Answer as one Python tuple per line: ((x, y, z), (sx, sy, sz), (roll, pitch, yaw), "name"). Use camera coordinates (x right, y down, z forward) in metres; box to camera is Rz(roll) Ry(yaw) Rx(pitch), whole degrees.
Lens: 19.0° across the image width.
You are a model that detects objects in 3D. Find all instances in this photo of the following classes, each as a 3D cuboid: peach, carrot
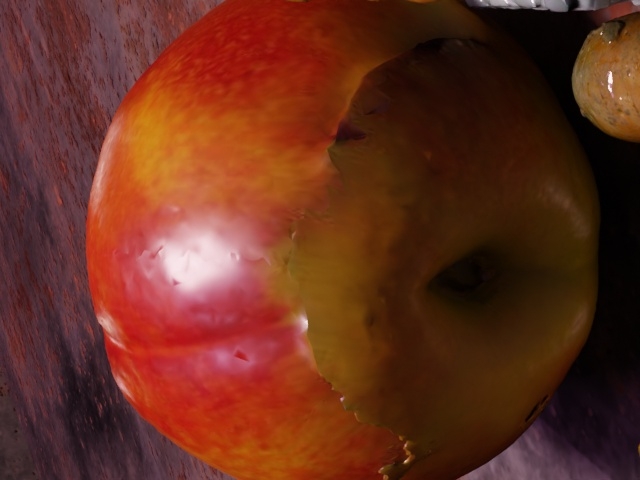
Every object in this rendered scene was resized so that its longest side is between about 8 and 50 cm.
((0.000, 0.000, 1.251), (0.370, 0.370, 0.370), (44, 141, 52), "peach")
((0.242, -0.087, 1.006), (0.298, 0.078, 0.078), (9, 111, 59), "carrot")

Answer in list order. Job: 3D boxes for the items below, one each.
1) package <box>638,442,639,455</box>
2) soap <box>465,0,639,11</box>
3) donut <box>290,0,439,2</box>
((0.256, 0.154, 1.041), (0.223, 0.108, 0.288), (111, 143, -50), "package")
((0.135, -0.259, 1.123), (0.150, 0.094, 0.261), (-156, 55, -69), "soap")
((-0.005, -0.226, 1.084), (0.226, 0.227, 0.114), (60, 147, 35), "donut")
